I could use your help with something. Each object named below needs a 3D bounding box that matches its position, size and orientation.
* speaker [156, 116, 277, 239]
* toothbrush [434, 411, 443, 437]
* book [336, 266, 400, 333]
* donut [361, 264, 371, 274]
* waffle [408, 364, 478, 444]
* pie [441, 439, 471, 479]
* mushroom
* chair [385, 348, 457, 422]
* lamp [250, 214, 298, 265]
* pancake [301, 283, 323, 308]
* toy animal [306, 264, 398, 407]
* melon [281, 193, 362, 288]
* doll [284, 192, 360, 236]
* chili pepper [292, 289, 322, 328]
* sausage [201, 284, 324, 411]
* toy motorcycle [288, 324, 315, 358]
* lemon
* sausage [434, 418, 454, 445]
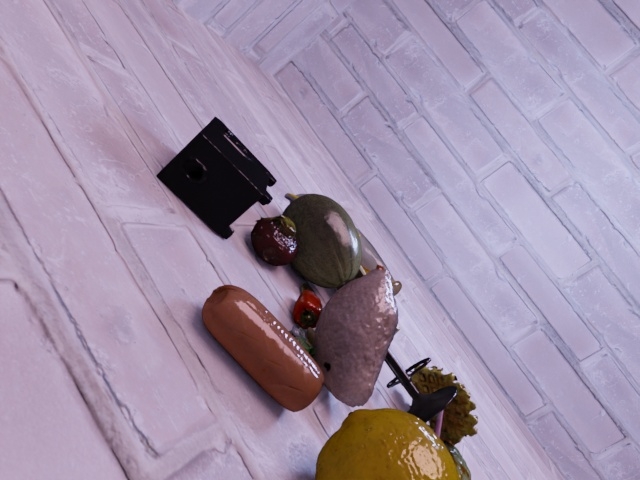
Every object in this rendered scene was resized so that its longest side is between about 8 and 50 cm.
[{"bbox_3d":[-0.269,-0.175,1.359,0.254,0.184,0.232,46,16,-18],"label":"speaker"},{"bbox_3d":[0.337,0.588,1.450,0.025,0.020,0.286,36,54,-28],"label":"toothbrush"},{"bbox_3d":[0.150,0.219,1.726,0.021,0.217,0.310,-19,65,-27],"label":"book"},{"bbox_3d":[0.195,0.196,2.002,0.253,0.118,0.253,46,19,-22],"label":"donut"},{"bbox_3d":[0.393,0.518,1.601,0.060,0.262,0.280,-14,50,-33],"label":"waffle"},{"bbox_3d":[0.397,0.697,1.522,0.201,0.090,0.248,55,11,19],"label":"pie"},{"bbox_3d":[0.203,0.090,2.243,0.407,0.137,0.154,52,1,24],"label":"mushroom"},{"bbox_3d":[0.199,0.342,1.488,0.401,0.226,0.226,54,15,7],"label":"chair"},{"bbox_3d":[-0.128,-0.003,1.470,0.157,0.135,0.156,48,18,-17],"label":"lamp"},{"bbox_3d":[-0.028,0.183,1.570,0.108,0.017,0.108,48,18,-22],"label":"pancake"},{"bbox_3d":[0.083,0.230,1.291,0.188,0.358,0.226,33,-16,-32],"label":"toy animal"},{"bbox_3d":[0.000,0.000,1.623,0.329,0.249,0.248,60,17,17],"label":"melon"},{"bbox_3d":[0.003,-0.086,1.810,0.316,0.103,0.145,35,21,6],"label":"doll"},{"bbox_3d":[-0.035,0.204,1.386,0.086,0.084,0.192,19,15,1],"label":"chili pepper"},{"bbox_3d":[-0.121,0.219,1.030,0.304,0.121,0.121,48,16,-9],"label":"sausage"},{"bbox_3d":[-0.063,0.267,1.200,0.106,0.074,0.190,62,16,4],"label":"toy motorcycle"},{"bbox_3d":[0.126,0.461,0.937,0.293,0.293,0.293,47,16,-18],"label":"lemon"},{"bbox_3d":[0.448,0.656,1.757,0.098,0.098,0.238,54,17,7],"label":"sausage"}]
